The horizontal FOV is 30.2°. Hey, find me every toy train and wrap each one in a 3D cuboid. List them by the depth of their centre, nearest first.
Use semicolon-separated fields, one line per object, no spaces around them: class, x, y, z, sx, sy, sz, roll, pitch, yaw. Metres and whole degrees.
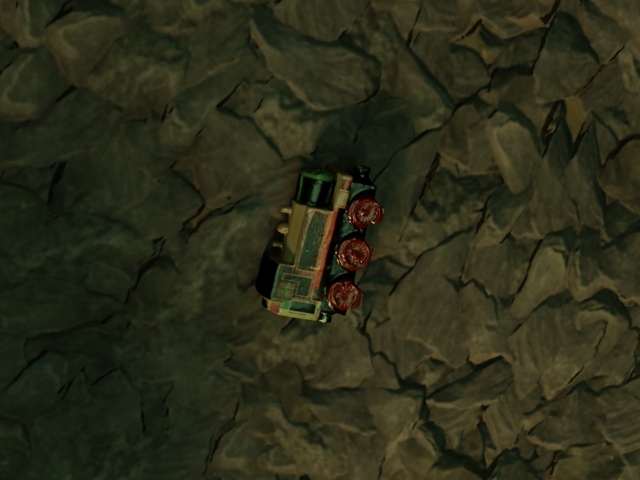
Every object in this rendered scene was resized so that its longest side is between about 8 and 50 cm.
toy train;0.000;0.000;0.986;0.087;0.050;0.138;10;101;-19
